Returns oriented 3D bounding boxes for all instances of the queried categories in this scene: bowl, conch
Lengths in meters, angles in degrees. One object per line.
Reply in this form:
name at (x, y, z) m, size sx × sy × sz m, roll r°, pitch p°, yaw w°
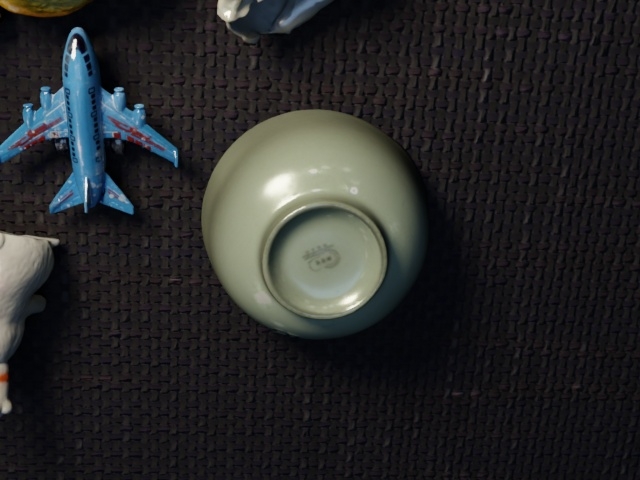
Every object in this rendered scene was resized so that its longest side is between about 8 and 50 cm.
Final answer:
bowl at (0.000, 0.000, 1.323) m, size 0.354 × 0.185 × 0.354 m, roll -1°, pitch 110°, yaw -4°
conch at (-0.029, -0.392, 1.204) m, size 0.275 × 0.183 × 0.148 m, roll -26°, pitch 78°, yaw -1°

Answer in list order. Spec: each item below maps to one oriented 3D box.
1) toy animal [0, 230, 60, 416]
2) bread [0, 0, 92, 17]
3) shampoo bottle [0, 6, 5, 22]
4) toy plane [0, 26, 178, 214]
toy animal at (-0.486, 0.108, 1.347) m, size 0.140 × 0.138 × 0.282 m, roll 14°, pitch 105°, yaw -11°
bread at (-0.343, -0.422, 1.152) m, size 0.268 × 0.146 × 0.268 m, roll 0°, pitch 92°, yaw -18°
shampoo bottle at (-0.600, -0.300, 1.231) m, size 0.323 × 0.084 × 0.129 m, roll -20°, pitch 104°, yaw 4°
toy plane at (-0.329, -0.164, 1.285) m, size 0.254 × 0.105 × 0.271 m, roll 0°, pitch 108°, yaw -5°
